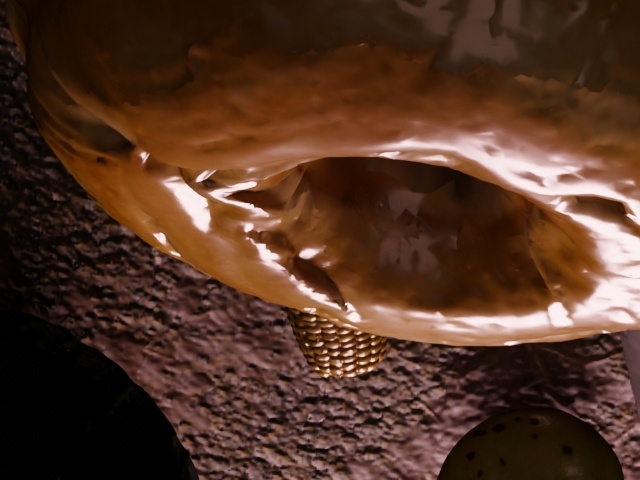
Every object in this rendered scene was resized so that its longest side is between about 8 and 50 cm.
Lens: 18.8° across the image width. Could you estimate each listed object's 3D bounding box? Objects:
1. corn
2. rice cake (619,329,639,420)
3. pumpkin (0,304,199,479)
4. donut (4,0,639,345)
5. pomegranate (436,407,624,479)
[{"bbox_3d":[0.000,0.000,1.244,0.068,0.068,0.207,-6,121,9],"label":"corn"},{"bbox_3d":[0.244,0.103,1.272,0.070,0.064,0.399,5,127,35],"label":"rice cake"},{"bbox_3d":[-0.224,0.185,1.286,0.315,0.238,0.315,3,104,11],"label":"pumpkin"},{"bbox_3d":[0.058,-0.083,0.979,0.448,0.198,0.449,7,158,3],"label":"donut"},{"bbox_3d":[0.151,0.191,1.301,0.129,0.129,0.159,-30,80,21],"label":"pomegranate"}]
